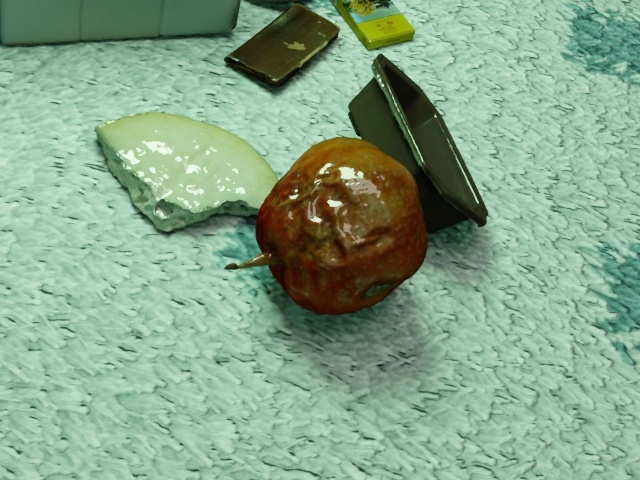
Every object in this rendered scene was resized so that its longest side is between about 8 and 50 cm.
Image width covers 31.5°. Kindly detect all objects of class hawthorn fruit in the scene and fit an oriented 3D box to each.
[{"bbox_3d":[0.000,0.000,1.330,0.243,0.207,0.207,-23,61,-21],"label":"hawthorn fruit"}]

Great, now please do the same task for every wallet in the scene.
[{"bbox_3d":[-0.051,-0.282,1.646,0.095,0.026,0.176,29,48,15],"label":"wallet"}]

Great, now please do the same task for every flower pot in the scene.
[{"bbox_3d":[0.116,-0.114,1.493,0.179,0.084,0.251,30,32,-50],"label":"flower pot"}]

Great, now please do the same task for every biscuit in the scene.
[{"bbox_3d":[-0.170,-0.088,1.448,0.265,0.040,0.188,20,47,0],"label":"biscuit"}]

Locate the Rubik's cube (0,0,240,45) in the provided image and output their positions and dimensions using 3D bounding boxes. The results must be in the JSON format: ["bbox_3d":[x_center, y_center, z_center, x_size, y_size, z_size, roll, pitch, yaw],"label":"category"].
[{"bbox_3d":[-0.293,-0.508,1.548,0.346,0.347,0.344,-7,54,-22],"label":"Rubik's cube"}]

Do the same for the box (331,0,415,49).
[{"bbox_3d":[0.070,-0.358,1.744,0.087,0.023,0.155,-17,59,-30],"label":"box"}]
